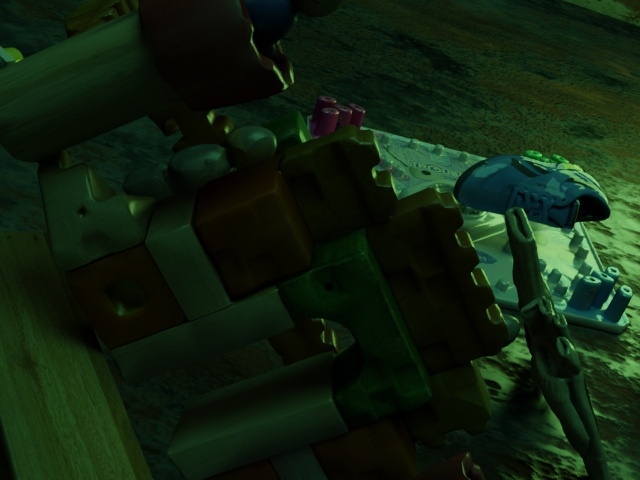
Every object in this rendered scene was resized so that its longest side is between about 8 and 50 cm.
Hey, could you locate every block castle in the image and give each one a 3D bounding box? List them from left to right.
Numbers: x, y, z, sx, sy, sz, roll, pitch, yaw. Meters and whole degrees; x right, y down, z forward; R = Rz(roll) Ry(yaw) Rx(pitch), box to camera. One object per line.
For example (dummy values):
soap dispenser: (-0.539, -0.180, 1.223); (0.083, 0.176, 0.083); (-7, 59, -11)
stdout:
block castle: (0.000, 0.000, 0.699); (0.213, 0.453, 0.303); (-20, 25, 12)

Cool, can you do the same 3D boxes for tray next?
tray: (-0.142, 0.191, 0.547); (0.076, 0.203, 0.411); (-1, 34, -30)

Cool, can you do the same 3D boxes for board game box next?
board game box: (0.173, -0.051, 1.296); (0.390, 0.050, 0.390); (13, 30, -8)

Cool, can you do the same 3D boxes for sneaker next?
sneaker: (0.262, -0.053, 1.226); (0.209, 0.069, 0.082); (2, 36, -27)

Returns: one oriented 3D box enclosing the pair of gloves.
pair of gloves: (0.208, 0.108, 0.921); (0.042, 0.204, 0.240); (-18, 33, 8)

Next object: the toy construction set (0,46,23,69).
toy construction set: (-0.445, -0.200, 1.041); (0.151, 0.215, 0.327); (-12, 40, -43)
